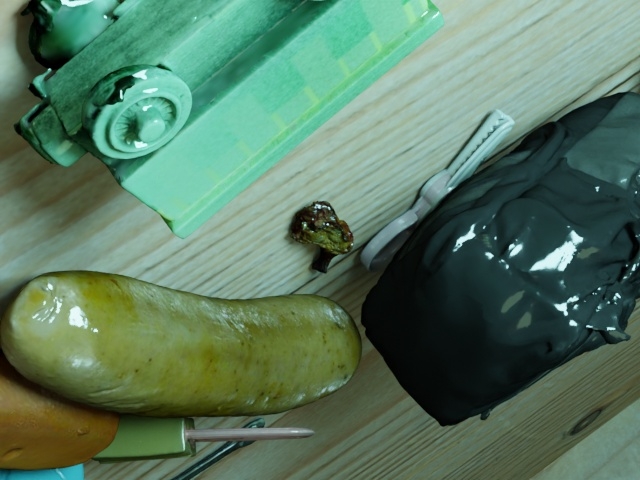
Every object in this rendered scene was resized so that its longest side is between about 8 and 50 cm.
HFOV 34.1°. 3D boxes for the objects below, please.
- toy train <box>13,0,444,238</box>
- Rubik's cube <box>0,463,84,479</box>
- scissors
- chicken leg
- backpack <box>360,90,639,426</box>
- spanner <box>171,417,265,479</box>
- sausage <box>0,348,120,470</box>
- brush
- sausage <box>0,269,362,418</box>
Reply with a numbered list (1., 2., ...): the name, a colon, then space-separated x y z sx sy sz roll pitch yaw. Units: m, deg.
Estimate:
1. toy train: -0.060 -0.139 0.718 0.301 0.120 0.202 -39 156 2
2. Rubik's cube: -0.328 0.258 0.986 0.254 0.254 0.254 -30 152 -18
3. scissors: 0.137 -0.053 1.196 0.118 0.030 0.242 -9 143 -51
4. chicken leg: 0.005 -0.001 1.107 0.062 0.037 0.145 -18 153 7
5. backpack: 0.268 0.010 1.177 0.445 0.255 0.363 -41 174 -29
6. spanner: -0.179 0.314 1.388 0.254 0.015 0.054 -32 152 -13
7. sausage: -0.293 0.141 0.885 0.094 0.097 0.348 -51 151 8
8. brush: -0.123 0.206 1.112 0.233 0.047 0.103 -4 166 0
9. sausage: -0.117 0.110 1.027 0.500 0.123 0.136 11 111 -56
